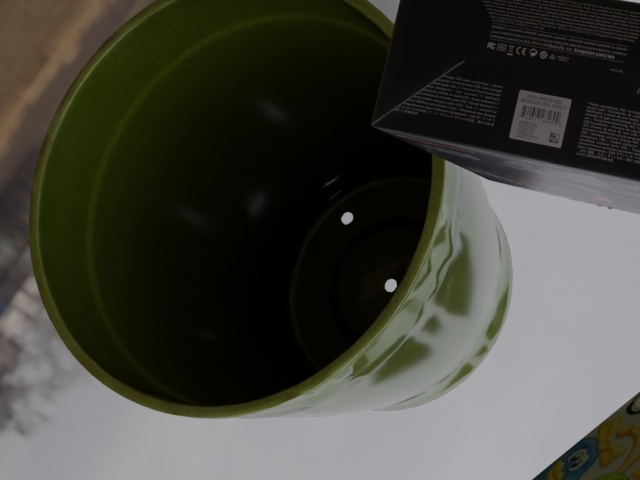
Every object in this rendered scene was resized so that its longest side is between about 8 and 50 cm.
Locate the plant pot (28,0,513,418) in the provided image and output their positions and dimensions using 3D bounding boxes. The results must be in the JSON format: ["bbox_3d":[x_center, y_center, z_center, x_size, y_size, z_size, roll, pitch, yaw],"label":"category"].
[{"bbox_3d":[0.000,0.000,1.697,0.366,0.366,0.353,-54,151,4],"label":"plant pot"}]

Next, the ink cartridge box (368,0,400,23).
[{"bbox_3d":[0.154,-0.294,2.150,0.197,0.273,0.114,-52,-165,-20],"label":"ink cartridge box"}]

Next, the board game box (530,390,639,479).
[{"bbox_3d":[0.270,0.215,1.515,0.275,0.142,0.144,-38,-162,-4],"label":"board game box"}]

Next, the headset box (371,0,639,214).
[{"bbox_3d":[0.190,-0.085,1.320,0.293,0.218,0.110,16,87,-67],"label":"headset box"}]
